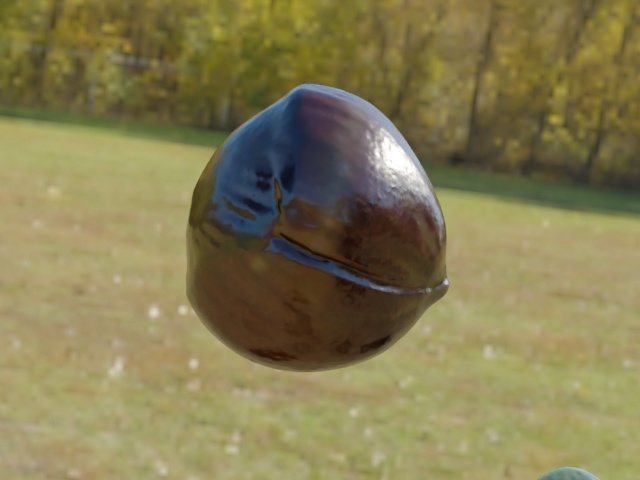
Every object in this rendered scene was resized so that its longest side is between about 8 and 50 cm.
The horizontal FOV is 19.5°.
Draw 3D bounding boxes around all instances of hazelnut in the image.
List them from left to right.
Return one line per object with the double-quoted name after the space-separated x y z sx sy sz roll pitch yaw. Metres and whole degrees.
0.000 0.000 1.502 0.229 0.229 0.229 7 4 -1 "hazelnut"

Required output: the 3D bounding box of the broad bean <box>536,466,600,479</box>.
0.206 0.287 1.514 0.153 0.207 0.072 4 -29 -29 "broad bean"
